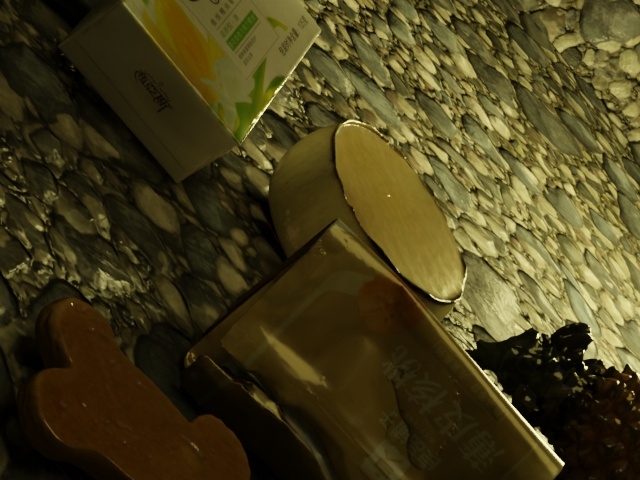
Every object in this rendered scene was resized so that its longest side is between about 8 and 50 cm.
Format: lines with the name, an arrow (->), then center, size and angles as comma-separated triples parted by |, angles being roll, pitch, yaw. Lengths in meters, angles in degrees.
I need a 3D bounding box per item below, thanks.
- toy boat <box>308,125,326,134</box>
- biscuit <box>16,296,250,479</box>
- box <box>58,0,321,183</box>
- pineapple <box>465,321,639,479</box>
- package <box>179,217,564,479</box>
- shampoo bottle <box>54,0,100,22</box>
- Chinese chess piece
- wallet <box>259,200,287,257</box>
toy boat -> 0.009, -0.083, 2.239 | 0.096, 0.034, 0.122 | 46, 30, -13
biscuit -> -0.117, 0.205, 1.479 | 0.339, 0.047, 0.216 | 44, 23, -20
box -> -0.133, -0.215, 1.949 | 0.194, 0.111, 0.260 | 49, 40, -16
pineapple -> 0.331, 0.214, 2.190 | 0.357, 0.223, 0.223 | 42, 20, 7
package -> 0.030, 0.171, 1.676 | 0.311, 0.221, 0.165 | 48, 42, -5
shampoo bottle -> -0.241, -0.260, 1.982 | 0.233, 0.049, 0.087 | 40, 30, -28
Chinese chess piece -> 0.054, -0.009, 2.039 | 0.257, 0.104, 0.257 | 43, 27, -29
wallet -> 0.000, 0.000, 2.085 | 0.103, 0.020, 0.196 | 57, 22, 15
